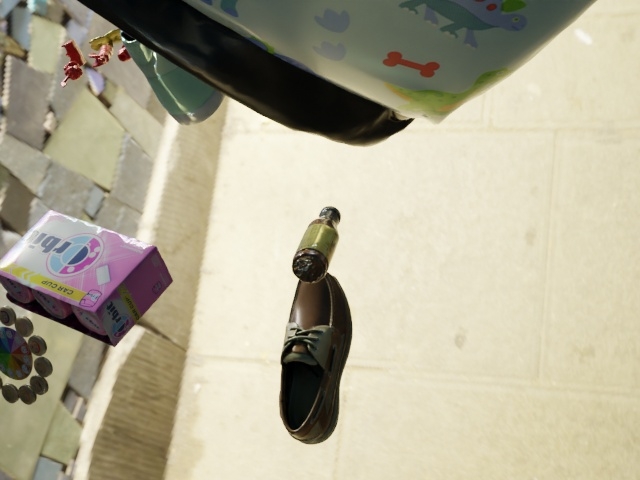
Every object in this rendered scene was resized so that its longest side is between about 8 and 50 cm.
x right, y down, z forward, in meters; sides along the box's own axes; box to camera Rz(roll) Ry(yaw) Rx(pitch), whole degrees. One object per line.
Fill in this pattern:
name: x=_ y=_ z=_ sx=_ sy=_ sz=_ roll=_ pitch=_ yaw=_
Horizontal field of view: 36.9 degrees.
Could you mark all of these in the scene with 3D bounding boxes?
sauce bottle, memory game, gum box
sauce bottle: x=0.000 y=0.000 z=1.077 sx=0.042 sy=0.042 sz=0.128 roll=-5 pitch=29 yaw=17
memory game: x=-0.528 y=0.195 z=1.624 sx=0.186 sy=0.012 sz=0.186 roll=9 pitch=111 yaw=25
gum box: x=-0.280 y=0.039 z=1.107 sx=0.188 sy=0.062 sz=0.107 roll=17 pitch=53 yaw=31

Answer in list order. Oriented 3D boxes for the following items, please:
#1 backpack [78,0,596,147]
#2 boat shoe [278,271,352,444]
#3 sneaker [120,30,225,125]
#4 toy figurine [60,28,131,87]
backpack: x=0.040 y=-0.201 z=0.373 sx=0.355 sy=0.290 sz=0.273 roll=-43 pitch=33 yaw=30
boat shoe: x=-0.015 y=0.213 z=1.781 sx=0.123 sy=0.120 sz=0.323 roll=-3 pitch=76 yaw=20
sneaker: x=-0.134 y=-0.273 z=1.073 sx=0.094 sy=0.151 sz=0.255 roll=1 pitch=57 yaw=29
toy figurine: x=-0.271 y=-0.403 z=1.412 sx=0.363 sy=0.217 sz=0.191 roll=-20 pitch=25 yaw=14
